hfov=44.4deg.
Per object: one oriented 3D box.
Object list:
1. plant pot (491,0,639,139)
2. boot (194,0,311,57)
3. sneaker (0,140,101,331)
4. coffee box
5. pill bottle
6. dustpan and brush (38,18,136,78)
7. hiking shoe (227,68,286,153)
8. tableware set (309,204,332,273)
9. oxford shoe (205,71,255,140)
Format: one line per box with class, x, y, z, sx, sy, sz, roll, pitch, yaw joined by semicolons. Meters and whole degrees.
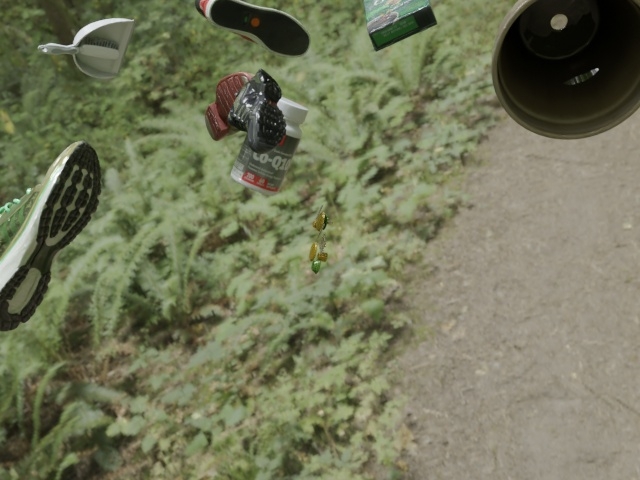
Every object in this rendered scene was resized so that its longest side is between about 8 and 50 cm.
plant pot;0.510;-0.416;1.630;0.323;0.323;0.280;-13;31;16
boot;-0.148;-0.476;1.709;0.244;0.088;0.176;17;15;-26
sneaker;-0.597;-0.035;1.562;0.182;0.158;0.410;26;80;19
coffee box;0.130;-0.391;1.324;0.113;0.040;0.184;-21;33;16
pill bottle;-0.153;-0.296;2.409;0.161;0.283;0.161;22;13;-5
dustpan and brush;-0.499;-0.408;1.665;0.211;0.147;0.060;-1;44;-38
hiking shoe;-0.137;-0.249;1.628;0.114;0.086;0.227;-31;40;30
tableware set;0.000;0.000;1.817;0.024;0.104;0.154;14;39;-16
oxford shoe;-0.228;-0.399;2.253;0.130;0.123;0.348;-22;-2;-28
